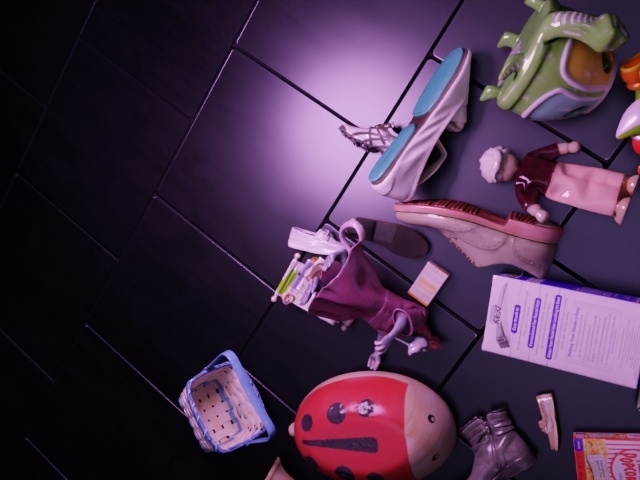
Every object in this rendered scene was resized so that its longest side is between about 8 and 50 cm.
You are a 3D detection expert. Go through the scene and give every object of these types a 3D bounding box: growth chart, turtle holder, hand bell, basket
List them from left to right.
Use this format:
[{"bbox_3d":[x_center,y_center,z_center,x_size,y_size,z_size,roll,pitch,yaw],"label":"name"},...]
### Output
[{"bbox_3d":[-0.252,0.444,1.791,0.289,0.201,0.254,-35,80,53],"label":"basket"},{"bbox_3d":[-0.048,0.718,1.810,0.242,0.126,0.126,31,105,6],"label":"hand bell"},{"bbox_3d":[0.008,0.130,1.731,0.237,0.021,0.171,24,99,5],"label":"growth chart"},{"bbox_3d":[0.507,-0.391,1.385,0.228,0.243,0.320,22,141,0],"label":"turtle holder"}]

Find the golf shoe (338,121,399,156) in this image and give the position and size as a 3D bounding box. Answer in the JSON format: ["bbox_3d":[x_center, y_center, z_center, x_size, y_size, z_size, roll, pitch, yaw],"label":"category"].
[{"bbox_3d":[0.145,-0.265,1.665,0.198,0.077,0.093,26,93,12],"label":"golf shoe"}]

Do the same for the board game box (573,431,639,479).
[{"bbox_3d":[0.690,0.518,1.504,0.194,0.045,0.146,-7,91,23],"label":"board game box"}]

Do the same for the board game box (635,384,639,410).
[{"bbox_3d":[0.866,0.291,1.414,0.317,0.046,0.213,6,97,22],"label":"board game box"}]

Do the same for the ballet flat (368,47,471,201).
[{"bbox_3d":[0.266,-0.265,1.572,0.139,0.139,0.400,32,88,17],"label":"ballet flat"}]

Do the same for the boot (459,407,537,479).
[{"bbox_3d":[0.393,0.528,1.621,0.246,0.083,0.161,-38,72,15],"label":"boot"}]

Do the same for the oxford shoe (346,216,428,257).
[{"bbox_3d":[0.173,-0.016,1.672,0.212,0.076,0.076,21,100,4],"label":"oxford shoe"}]

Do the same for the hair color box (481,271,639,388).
[{"bbox_3d":[0.553,0.193,1.483,0.339,0.110,0.185,11,99,28],"label":"hair color box"}]

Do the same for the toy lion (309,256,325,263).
[{"bbox_3d":[0.001,0.095,1.770,0.096,0.034,0.100,7,97,29],"label":"toy lion"}]

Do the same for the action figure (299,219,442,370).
[{"bbox_3d":[0.149,0.165,1.645,0.370,0.248,0.275,26,70,-8],"label":"action figure"}]

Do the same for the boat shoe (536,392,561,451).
[{"bbox_3d":[0.542,0.432,1.561,0.045,0.050,0.135,-9,80,26],"label":"boat shoe"}]

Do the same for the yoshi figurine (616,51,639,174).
[{"bbox_3d":[0.756,-0.220,1.334,0.203,0.203,0.362,5,130,53],"label":"yoshi figurine"}]

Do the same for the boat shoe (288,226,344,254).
[{"bbox_3d":[0.000,0.000,1.749,0.184,0.066,0.063,11,99,31],"label":"boat shoe"}]

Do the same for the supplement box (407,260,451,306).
[{"bbox_3d":[0.274,0.108,1.651,0.062,0.036,0.098,37,107,16],"label":"supplement box"}]

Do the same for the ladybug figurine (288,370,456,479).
[{"bbox_3d":[0.115,0.495,1.679,0.450,0.162,0.305,-10,90,23],"label":"ladybug figurine"}]

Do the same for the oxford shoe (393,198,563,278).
[{"bbox_3d":[0.355,-0.008,1.558,0.397,0.140,0.146,15,108,24],"label":"oxford shoe"}]

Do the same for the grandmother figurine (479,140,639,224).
[{"bbox_3d":[0.526,-0.134,1.498,0.342,0.104,0.207,21,66,24],"label":"grandmother figurine"}]
